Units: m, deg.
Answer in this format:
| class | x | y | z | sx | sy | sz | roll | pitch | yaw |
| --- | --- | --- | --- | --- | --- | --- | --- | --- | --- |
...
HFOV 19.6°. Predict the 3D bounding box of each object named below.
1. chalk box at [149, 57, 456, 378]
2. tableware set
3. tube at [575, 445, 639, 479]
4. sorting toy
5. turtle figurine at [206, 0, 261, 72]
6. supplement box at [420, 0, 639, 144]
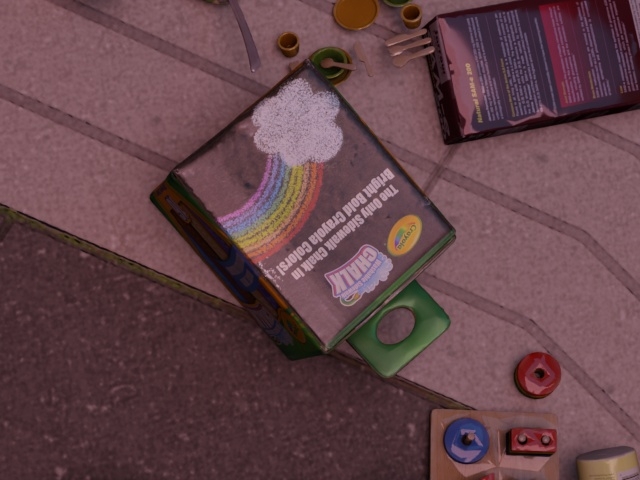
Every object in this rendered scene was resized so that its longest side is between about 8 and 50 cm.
| class | x | y | z | sx | sy | sz | roll | pitch | yaw |
| --- | --- | --- | --- | --- | --- | --- | --- | --- | --- |
| chalk box | 0.000 | 0.000 | 1.797 | 0.180 | 0.179 | 0.289 | -40 | 94 | -13 |
| tableware set | 0.033 | -0.213 | 1.883 | 0.154 | 0.024 | 0.104 | -19 | 63 | -2 |
| tube | 0.303 | 0.328 | 1.847 | 0.070 | 0.062 | 0.240 | -10 | 92 | 32 |
| sorting toy | 0.177 | 0.243 | 1.856 | 0.132 | 0.046 | 0.274 | 3 | 75 | -4 |
| turtle figurine | -0.099 | -0.323 | 1.802 | 0.198 | 0.275 | 0.266 | 42 | 71 | -40 |
| supplement box | 0.236 | -0.184 | 1.913 | 0.239 | 0.073 | 0.130 | -11 | 86 | -13 |
